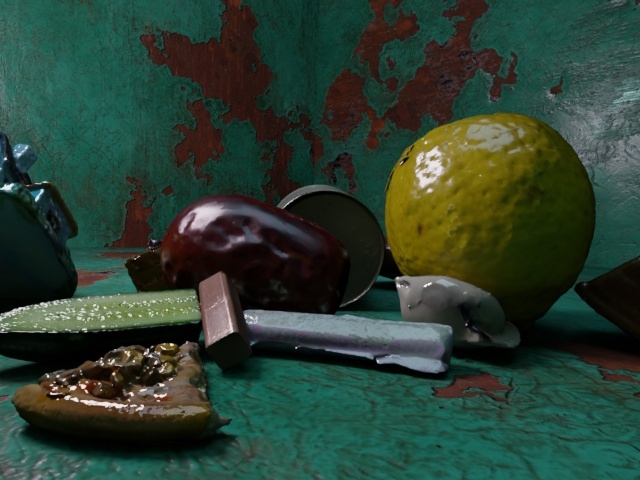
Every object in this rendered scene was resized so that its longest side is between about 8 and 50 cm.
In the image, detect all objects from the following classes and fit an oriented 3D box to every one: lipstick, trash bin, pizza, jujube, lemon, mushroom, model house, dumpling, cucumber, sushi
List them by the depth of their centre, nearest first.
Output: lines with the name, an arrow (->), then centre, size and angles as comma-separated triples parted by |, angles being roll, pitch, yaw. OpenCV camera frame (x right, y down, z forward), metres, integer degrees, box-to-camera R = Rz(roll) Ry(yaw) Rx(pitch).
pizza -> -0.157, 0.129, 0.425 | 0.185, 0.052, 0.195 | 5, 2, 7
cucumber -> -0.269, 0.112, 0.556 | 0.244, 0.063, 0.115 | 2, 15, -30
lipstick -> -0.124, 0.096, 0.570 | 0.045, 0.045, 0.145 | -28, 31, -5
dumpling -> 0.193, 0.109, 0.645 | 0.176, 0.092, 0.150 | -3, -22, 39
model house -> 0.539, 0.094, 0.671 | 0.229, 0.199, 0.219 | -25, -31, -17
jujube -> -0.113, 0.039, 0.761 | 0.318, 0.223, 0.223 | 14, 5, 14
lemon -> 0.286, -0.030, 0.771 | 0.350, 0.387, 0.350 | -9, -24, -4
model house -> -0.557, -0.045, 0.843 | 0.226, 0.261, 0.241 | -3, 40, 1
trash bin -> 0.000, 0.000, 1.090 | 0.280, 0.280, 0.432 | 2, 5, -2
mushroom -> 0.248, 0.058, 1.282 | 0.253, 0.153, 0.253 | 13, -4, 1
sushi -> -0.475, 0.056, 1.500 | 0.226, 0.097, 0.103 | 17, 1, -25

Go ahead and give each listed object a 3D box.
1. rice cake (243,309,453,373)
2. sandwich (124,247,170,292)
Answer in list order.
rice cake -> 0.021, 0.133, 0.570 | 0.290, 0.051, 0.081 | 1, 37, 12
sandwich -> -0.270, 0.038, 1.009 | 0.271, 0.099, 0.301 | -16, 2, -14
